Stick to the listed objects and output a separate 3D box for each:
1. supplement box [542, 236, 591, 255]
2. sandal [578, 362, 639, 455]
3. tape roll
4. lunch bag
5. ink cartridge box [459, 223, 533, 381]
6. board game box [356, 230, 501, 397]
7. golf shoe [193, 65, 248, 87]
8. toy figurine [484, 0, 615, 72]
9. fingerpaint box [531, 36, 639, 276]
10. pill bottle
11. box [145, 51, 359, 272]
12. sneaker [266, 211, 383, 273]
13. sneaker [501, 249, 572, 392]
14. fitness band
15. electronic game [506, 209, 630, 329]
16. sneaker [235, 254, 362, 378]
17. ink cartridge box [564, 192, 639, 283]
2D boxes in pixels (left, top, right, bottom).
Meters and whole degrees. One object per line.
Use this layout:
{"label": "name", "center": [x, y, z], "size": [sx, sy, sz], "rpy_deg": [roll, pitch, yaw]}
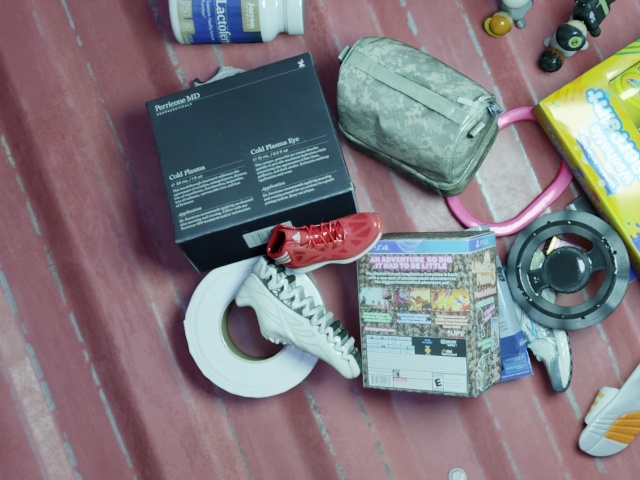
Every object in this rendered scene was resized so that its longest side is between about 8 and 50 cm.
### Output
{"label": "supplement box", "center": [0.497, 0.024, 1.758], "size": [0.083, 0.055, 0.043], "rpy_deg": [21, 90, 4]}
{"label": "sandal", "center": [0.606, 0.312, 1.727], "size": [0.102, 0.076, 0.265], "rpy_deg": [32, 101, -19]}
{"label": "tape roll", "center": [-0.127, 0.170, 1.758], "size": [0.286, 0.100, 0.286], "rpy_deg": [0, 88, 2]}
{"label": "lunch bag", "center": [0.185, -0.245, 1.657], "size": [0.305, 0.256, 0.213], "rpy_deg": [33, 88, 18]}
{"label": "ink cartridge box", "center": [0.287, 0.141, 1.725], "size": [0.185, 0.065, 0.311], "rpy_deg": [-19, 88, 28]}
{"label": "board game box", "center": [0.206, 0.132, 1.651], "size": [0.232, 0.141, 0.291], "rpy_deg": [0, 95, 31]}
{"label": "golf shoe", "center": [-0.175, -0.331, 1.801], "size": [0.186, 0.067, 0.086], "rpy_deg": [-20, 85, 2]}
{"label": "toy figurine", "center": [0.442, -0.443, 1.707], "size": [0.213, 0.209, 0.148], "rpy_deg": [37, 78, 3]}
{"label": "fingerpaint box", "center": [0.679, -0.170, 1.640], "size": [0.371, 0.163, 0.445], "rpy_deg": [-32, 88, 8]}
{"label": "pill bottle", "center": [-0.165, -0.477, 1.765], "size": [0.264, 0.153, 0.153], "rpy_deg": [-1, 87, 3]}
{"label": "box", "center": [-0.128, -0.149, 1.692], "size": [0.343, 0.179, 0.313], "rpy_deg": [-16, 68, 1]}
{"label": "sneaker", "center": [0.000, 0.000, 1.602], "size": [0.221, 0.128, 0.087], "rpy_deg": [-27, 67, 24]}
{"label": "sneaker", "center": [0.425, 0.168, 1.743], "size": [0.122, 0.110, 0.283], "rpy_deg": [-15, 79, 13]}
{"label": "fitness band", "center": [0.387, -0.140, 1.773], "size": [0.291, 0.054, 0.209], "rpy_deg": [-44, 86, 1]}
{"label": "electronic game", "center": [0.470, 0.056, 1.659], "size": [0.229, 0.048, 0.229], "rpy_deg": [-2, 86, 25]}
{"label": "sneaker", "center": [-0.040, 0.164, 1.660], "size": [0.292, 0.110, 0.118], "rpy_deg": [44, 97, 12]}
{"label": "ink cartridge box", "center": [0.641, -0.046, 1.761], "size": [0.206, 0.045, 0.208], "rpy_deg": [-36, 88, 1]}
